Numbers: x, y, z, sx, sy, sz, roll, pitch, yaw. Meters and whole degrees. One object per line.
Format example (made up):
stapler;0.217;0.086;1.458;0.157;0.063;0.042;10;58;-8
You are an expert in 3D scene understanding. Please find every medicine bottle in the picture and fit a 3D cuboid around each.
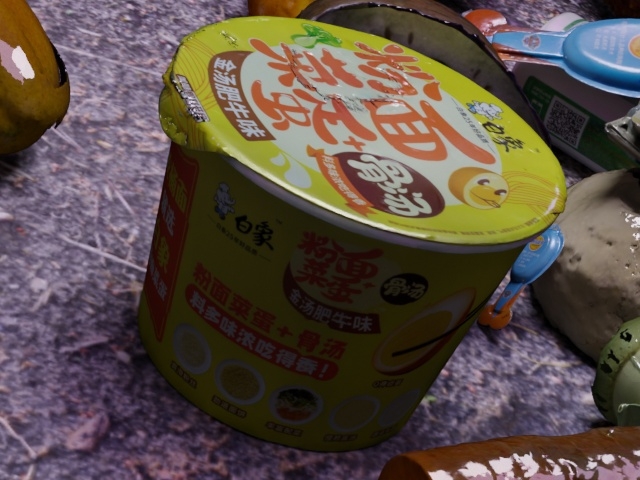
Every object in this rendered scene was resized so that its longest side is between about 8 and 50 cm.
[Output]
medicine bottle;0.334;-0.118;1.792;0.274;0.133;0.133;35;32;23

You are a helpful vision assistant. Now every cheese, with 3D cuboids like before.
cheese;0.174;0.030;1.483;0.017;0.111;0.047;43;-13;-29
cheese;0.261;-0.192;1.742;0.256;0.037;0.106;8;54;10

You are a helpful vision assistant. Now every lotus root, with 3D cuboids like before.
lotus root;0.064;-0.091;1.482;0.272;0.272;0.192;20;18;-5

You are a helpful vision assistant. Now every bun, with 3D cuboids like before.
bun;0.317;0.017;1.548;0.259;0.152;0.259;16;33;-11

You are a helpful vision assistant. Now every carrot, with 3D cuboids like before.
carrot;0.193;0.193;1.200;0.302;0.138;0.138;6;34;-26

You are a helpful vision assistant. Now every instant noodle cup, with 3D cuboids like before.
instant noodle cup;0.000;0.000;1.289;0.311;0.221;0.311;17;29;-10

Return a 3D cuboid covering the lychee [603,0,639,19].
lychee;0.481;-0.367;2.162;0.304;0.275;0.275;31;17;-46

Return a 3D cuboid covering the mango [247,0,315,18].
mango;0.002;-0.253;1.796;0.154;0.126;0.252;2;21;4

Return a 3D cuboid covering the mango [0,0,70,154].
mango;-0.301;-0.160;1.434;0.166;0.136;0.236;-6;45;-44

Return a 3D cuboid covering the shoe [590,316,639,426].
shoe;0.353;0.119;1.415;0.262;0.140;0.128;-6;43;-13

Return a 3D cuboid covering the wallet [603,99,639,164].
wallet;0.397;-0.081;1.556;0.223;0.077;0.309;38;28;15
